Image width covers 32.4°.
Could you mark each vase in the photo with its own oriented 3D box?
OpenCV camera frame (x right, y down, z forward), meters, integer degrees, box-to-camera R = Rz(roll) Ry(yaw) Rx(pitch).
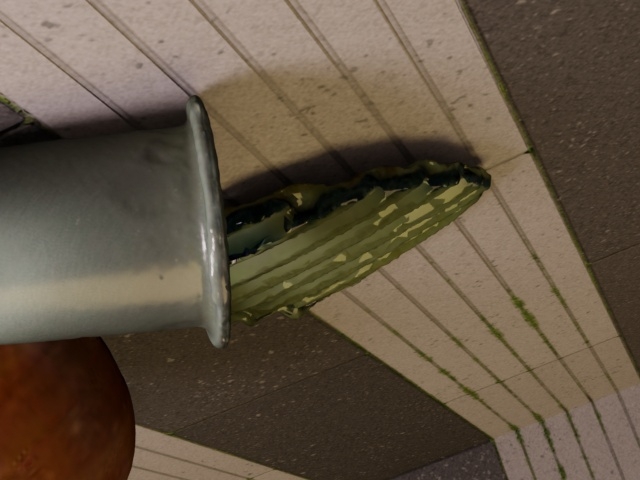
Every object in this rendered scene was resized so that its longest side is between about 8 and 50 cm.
[{"bbox_3d":[-0.239,0.001,1.032,0.291,0.245,0.245,-7,154,-8],"label":"vase"}]

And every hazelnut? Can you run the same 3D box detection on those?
[{"bbox_3d":[-0.385,0.205,1.215,0.372,0.372,0.315,-13,118,-11],"label":"hazelnut"}]

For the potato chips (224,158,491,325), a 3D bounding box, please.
[{"bbox_3d":[0.000,0.000,1.366,0.429,0.070,0.358,-28,156,25],"label":"potato chips"}]
